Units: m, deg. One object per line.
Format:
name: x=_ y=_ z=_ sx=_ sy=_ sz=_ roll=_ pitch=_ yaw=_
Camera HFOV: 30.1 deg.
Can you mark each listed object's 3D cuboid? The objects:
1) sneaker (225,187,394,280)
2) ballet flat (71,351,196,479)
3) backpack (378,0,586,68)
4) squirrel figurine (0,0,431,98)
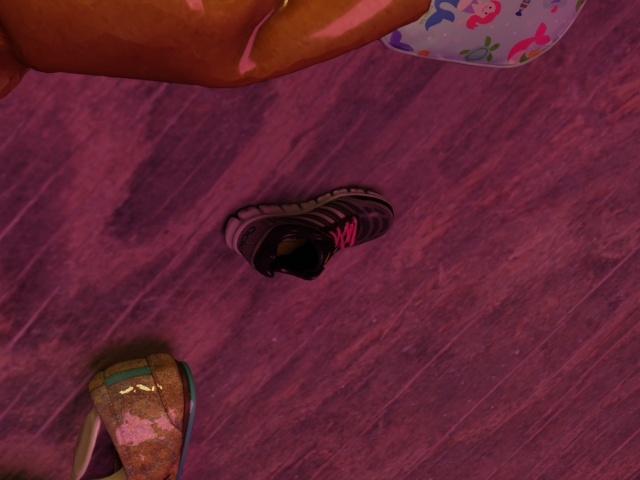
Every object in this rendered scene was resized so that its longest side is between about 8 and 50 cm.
sneaker: x=0.000 y=0.000 z=1.118 sx=0.170 sy=0.075 sz=0.063 roll=-9 pitch=132 yaw=-25
ballet flat: x=-0.196 y=0.260 z=1.214 sx=0.123 sy=0.123 sz=0.348 roll=-10 pitch=128 yaw=-24
backpack: x=0.115 y=-0.242 z=0.894 sx=0.253 sy=0.191 sz=0.225 roll=4 pitch=125 yaw=-40
squirrel figurine: x=-0.176 y=-0.257 z=0.609 sx=0.397 sy=0.281 sz=0.370 roll=-23 pitch=147 yaw=1
